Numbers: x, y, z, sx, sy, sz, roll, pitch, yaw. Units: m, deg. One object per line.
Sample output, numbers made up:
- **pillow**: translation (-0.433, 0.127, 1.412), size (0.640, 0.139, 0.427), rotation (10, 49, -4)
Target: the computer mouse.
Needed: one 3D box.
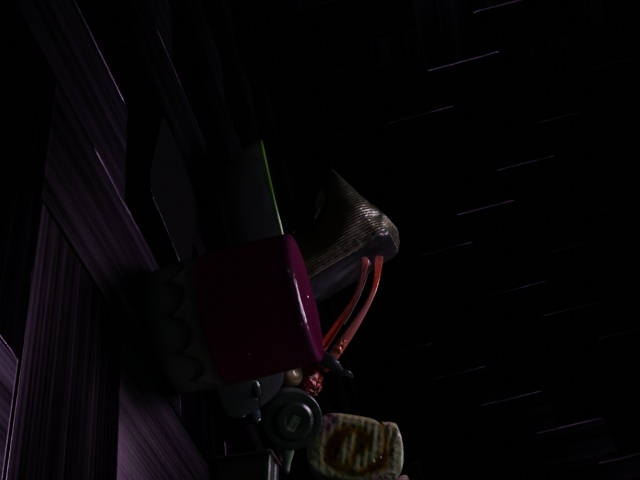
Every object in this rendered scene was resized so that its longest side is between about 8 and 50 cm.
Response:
- **computer mouse**: translation (-0.124, 0.161, 1.368), size (0.057, 0.120, 0.232), rotation (24, -44, 53)

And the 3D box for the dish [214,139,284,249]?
- **dish**: translation (-0.136, -0.025, 1.781), size (0.324, 0.124, 0.324), rotation (167, -90, -87)

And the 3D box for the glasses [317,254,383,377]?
- **glasses**: translation (0.075, 0.169, 2.005), size (0.118, 0.268, 0.234), rotation (37, -7, -2)

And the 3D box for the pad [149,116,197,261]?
- **pad**: translation (-0.230, -0.074, 1.461), size (0.267, 0.004, 0.181), rotation (-96, 171, -60)

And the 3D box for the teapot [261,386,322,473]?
- **teapot**: translation (-0.053, 0.338, 1.708), size (0.108, 0.111, 0.149), rotation (-148, -143, -77)

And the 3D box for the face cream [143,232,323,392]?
- **face cream**: translation (-0.109, 0.095, 1.189), size (0.175, 0.195, 0.175), rotation (-15, 90, -84)

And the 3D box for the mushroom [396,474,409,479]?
- **mushroom**: translation (0.122, 0.634, 2.189), size (0.243, 0.244, 0.243), rotation (-15, 90, -86)

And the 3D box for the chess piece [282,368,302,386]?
- **chess piece**: translation (-0.082, 0.161, 1.963), size (0.139, 0.124, 0.307), rotation (133, -49, -60)

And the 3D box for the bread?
- **bread**: translation (0.057, 0.435, 1.853), size (0.338, 0.187, 0.155), rotation (106, -5, -74)

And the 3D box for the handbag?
- **handbag**: translation (0.000, 0.000, 2.220), size (0.240, 0.341, 0.247), rotation (57, 2, 22)

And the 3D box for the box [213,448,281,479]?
- **box**: translation (-0.100, 0.331, 1.270), size (0.060, 0.085, 0.063), rotation (71, 11, -51)

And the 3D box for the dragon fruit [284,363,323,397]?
- **dragon fruit**: translation (-0.061, 0.280, 2.063), size (0.190, 0.094, 0.094), rotation (46, -21, 50)

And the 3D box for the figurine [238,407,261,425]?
- **figurine**: translation (-0.111, 0.229, 1.475), size (0.077, 0.080, 0.136), rotation (-100, 174, -66)
